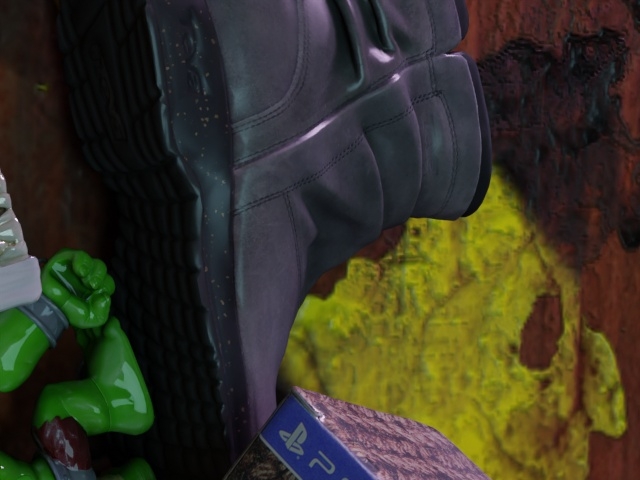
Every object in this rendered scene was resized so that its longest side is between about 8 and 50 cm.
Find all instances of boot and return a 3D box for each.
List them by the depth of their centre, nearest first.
[{"bbox_3d":[0.000,0.000,0.973,0.222,0.118,0.338,-13,106,-37],"label":"boot"}]

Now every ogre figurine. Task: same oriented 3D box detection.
[{"bbox_3d":[-0.136,0.111,0.896,0.118,0.097,0.197,-21,135,-33],"label":"ogre figurine"}]

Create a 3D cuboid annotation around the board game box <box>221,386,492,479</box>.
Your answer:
[{"bbox_3d":[0.010,0.256,0.859,0.291,0.232,0.141,-53,147,9],"label":"board game box"}]

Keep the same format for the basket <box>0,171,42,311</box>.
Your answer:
[{"bbox_3d":[-0.223,-0.003,0.821,0.167,0.113,0.103,-19,103,-31],"label":"basket"}]
